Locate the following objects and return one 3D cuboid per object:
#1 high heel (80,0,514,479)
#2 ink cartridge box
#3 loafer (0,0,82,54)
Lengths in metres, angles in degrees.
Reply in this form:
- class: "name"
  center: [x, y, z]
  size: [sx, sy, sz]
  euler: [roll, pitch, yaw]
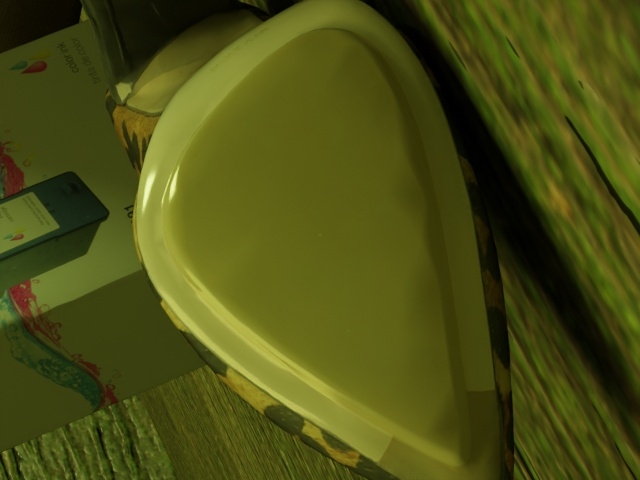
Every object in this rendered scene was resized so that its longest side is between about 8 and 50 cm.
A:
- class: "high heel"
  center: [0.000, 0.000, 0.540]
  size: [0.261, 0.093, 0.186]
  euler: [57, 178, 31]
- class: "ink cartridge box"
  center: [-0.134, 0.000, 0.802]
  size: [0.093, 0.212, 0.154]
  euler: [81, 163, -53]
- class: "loafer"
  center: [-0.233, -0.249, 1.054]
  size: [0.366, 0.134, 0.130]
  euler: [53, 125, 21]
